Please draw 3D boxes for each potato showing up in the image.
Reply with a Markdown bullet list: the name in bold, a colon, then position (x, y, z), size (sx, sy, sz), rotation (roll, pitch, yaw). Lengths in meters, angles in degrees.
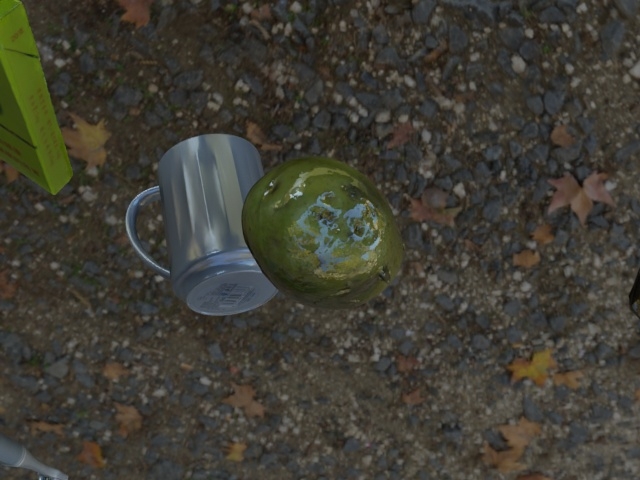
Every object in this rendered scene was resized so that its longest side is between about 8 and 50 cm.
- **potato**: position (0.002, 0.000, 0.787), size (0.196, 0.149, 0.228), rotation (15, 169, -14)

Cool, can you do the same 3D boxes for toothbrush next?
- **toothbrush**: position (-0.261, 0.174, 0.563), size (0.025, 0.030, 0.342), rotation (8, 152, -1)

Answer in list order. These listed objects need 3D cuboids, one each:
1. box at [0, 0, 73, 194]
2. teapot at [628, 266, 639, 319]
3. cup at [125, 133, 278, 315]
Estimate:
- **box**: position (-0.392, -0.192, 0.793), size (0.187, 0.047, 0.335), rotation (34, 155, 6)
- **teapot**: position (0.393, 0.039, 0.557), size (0.269, 0.173, 0.183), rotation (13, 94, 4)
- **cup**: position (-0.252, -0.018, 1.469), size (0.322, 0.327, 0.237), rotation (-15, 152, 1)
